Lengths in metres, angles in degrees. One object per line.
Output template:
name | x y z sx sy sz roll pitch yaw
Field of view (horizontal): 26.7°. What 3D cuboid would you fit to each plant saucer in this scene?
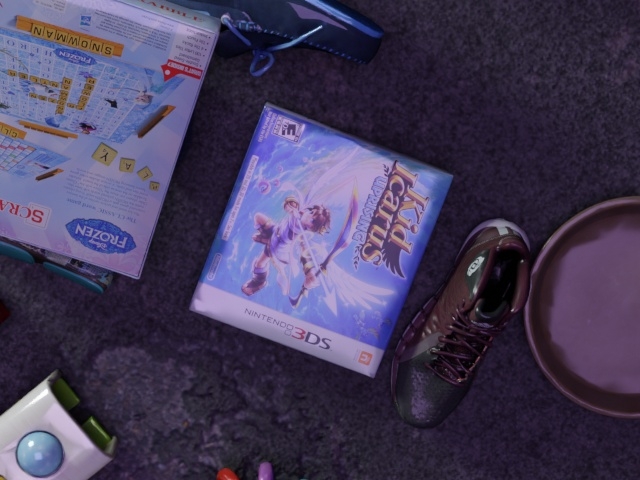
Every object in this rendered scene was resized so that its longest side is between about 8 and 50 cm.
plant saucer | 0.386 0.081 1.666 0.278 0.041 0.278 0 98 -1

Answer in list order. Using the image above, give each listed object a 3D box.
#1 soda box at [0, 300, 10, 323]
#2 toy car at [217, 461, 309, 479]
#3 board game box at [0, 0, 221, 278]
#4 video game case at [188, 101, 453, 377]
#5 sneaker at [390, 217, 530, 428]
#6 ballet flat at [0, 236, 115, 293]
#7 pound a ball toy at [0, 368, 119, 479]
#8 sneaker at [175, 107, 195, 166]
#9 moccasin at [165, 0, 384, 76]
soda box | -0.513 0.137 1.639 0.263 0.083 0.092 -35 96 4
toy car | -0.078 0.340 1.654 0.182 0.159 0.136 -4 59 -6
board game box | -0.310 -0.149 1.531 0.318 0.066 0.318 18 112 -8
video game case | 0.000 0.000 1.640 0.244 0.061 0.269 20 97 -4
sneaker | 0.167 0.108 1.604 0.106 0.162 0.281 23 96 -4
ballet flat | -0.335 0.004 1.642 0.188 0.070 0.070 23 97 -5
pound a ball toy | -0.434 0.280 1.633 0.319 0.136 0.208 -39 96 4
sneaker | -0.183 -0.149 1.625 0.053 0.059 0.144 4 116 -32
moccasin | -0.095 -0.267 1.584 0.342 0.138 0.117 23 101 11
